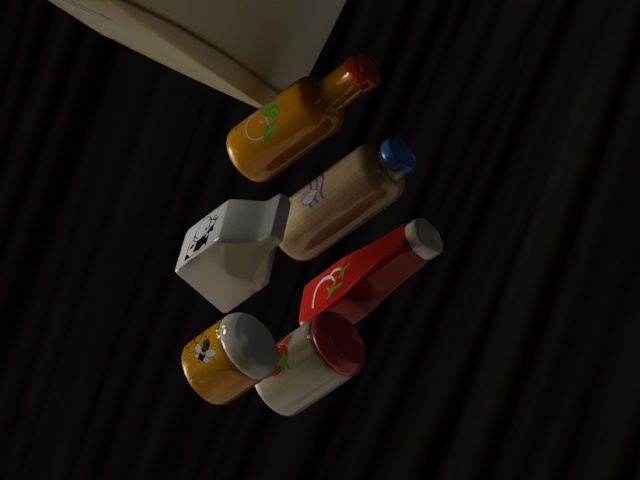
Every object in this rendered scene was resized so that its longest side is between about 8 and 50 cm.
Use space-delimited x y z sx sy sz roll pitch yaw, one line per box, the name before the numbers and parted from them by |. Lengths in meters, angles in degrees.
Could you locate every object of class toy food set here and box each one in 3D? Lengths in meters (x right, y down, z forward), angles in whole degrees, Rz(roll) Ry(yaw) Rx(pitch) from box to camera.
toy food set | 0.000 0.000 0.967 0.111 0.104 0.232 43 31 -21

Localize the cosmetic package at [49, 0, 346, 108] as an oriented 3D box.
cosmetic package | -0.112 -0.182 0.987 0.160 0.113 0.309 26 1 23
